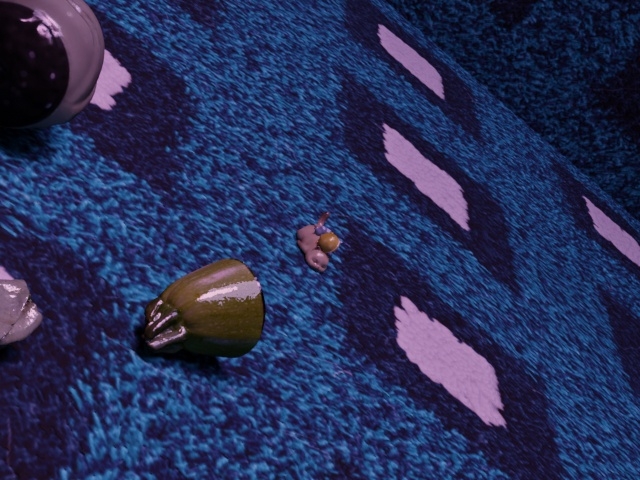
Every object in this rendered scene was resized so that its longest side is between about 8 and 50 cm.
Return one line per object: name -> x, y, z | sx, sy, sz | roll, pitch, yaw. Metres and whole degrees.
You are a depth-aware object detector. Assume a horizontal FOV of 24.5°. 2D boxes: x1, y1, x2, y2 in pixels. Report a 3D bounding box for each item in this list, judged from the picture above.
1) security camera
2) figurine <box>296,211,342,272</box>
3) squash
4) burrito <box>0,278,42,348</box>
security camera -> -0.346, -0.240, 1.550 | 0.277, 0.197, 0.191 | 50, 19, -9
figurine -> 0.000, 0.000, 1.931 | 0.047, 0.050, 0.083 | 25, 26, -31
squash -> -0.136, 0.075, 1.472 | 0.132, 0.105, 0.105 | -7, 51, -43
burrito -> -0.278, 0.064, 1.241 | 0.074, 0.044, 0.118 | 53, 23, 18
